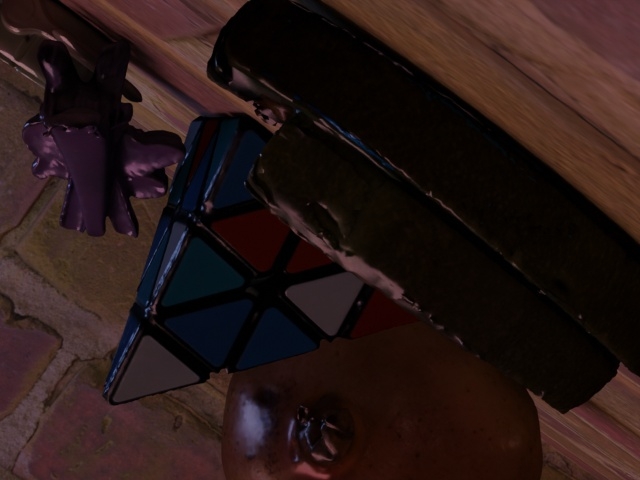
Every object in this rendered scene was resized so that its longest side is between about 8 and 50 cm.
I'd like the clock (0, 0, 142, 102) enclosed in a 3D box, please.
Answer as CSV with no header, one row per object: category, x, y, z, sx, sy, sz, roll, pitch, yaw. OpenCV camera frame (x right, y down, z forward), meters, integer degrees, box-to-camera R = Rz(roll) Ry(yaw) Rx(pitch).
clock,-0.237,-0.169,1.404,0.191,0.062,0.151,32,176,34

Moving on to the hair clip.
hair clip,-0.178,-0.080,1.366,0.137,0.090,0.278,1,162,-3

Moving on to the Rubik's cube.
Rubik's cube,0.000,0.000,1.349,0.234,0.284,0.250,22,144,-11

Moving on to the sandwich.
sandwich,0.036,-0.015,0.723,0.235,0.079,0.159,37,176,-38

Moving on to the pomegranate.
pomegranate,0.052,0.208,1.688,0.338,0.338,0.338,35,177,2
